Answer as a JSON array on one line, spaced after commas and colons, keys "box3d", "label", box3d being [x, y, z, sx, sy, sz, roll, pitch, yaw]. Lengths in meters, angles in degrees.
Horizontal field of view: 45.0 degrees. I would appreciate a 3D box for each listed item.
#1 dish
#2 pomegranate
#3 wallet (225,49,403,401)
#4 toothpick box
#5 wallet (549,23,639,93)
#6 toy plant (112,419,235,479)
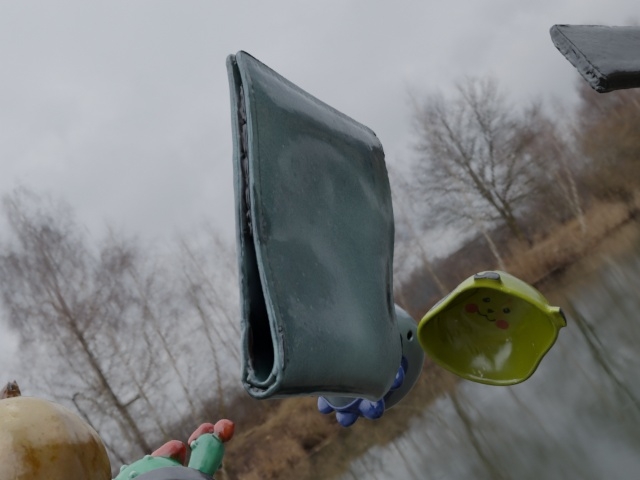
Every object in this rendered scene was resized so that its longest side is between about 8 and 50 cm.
[{"box3d": [0.304, 0.134, 1.372, 0.262, 0.221, 0.108, -61, 5, 45], "label": "dish"}, {"box3d": [-0.332, 0.272, 0.838, 0.207, 0.207, 0.207, -33, -7, -4], "label": "pomegranate"}, {"box3d": [0.001, 0.000, 0.699, 0.054, 0.290, 0.251, -9, -13, 26], "label": "wallet"}, {"box3d": [0.049, 0.210, 1.538, 0.263, 0.263, 0.355, -31, 34, -19], "label": "toothpick box"}, {"box3d": [0.474, -0.272, 1.138, 0.285, 0.146, 0.030, -7, -38, -27], "label": "wallet"}, {"box3d": [-0.198, 0.375, 0.961, 0.185, 0.279, 0.400, 13, 2, -26], "label": "toy plant"}]
